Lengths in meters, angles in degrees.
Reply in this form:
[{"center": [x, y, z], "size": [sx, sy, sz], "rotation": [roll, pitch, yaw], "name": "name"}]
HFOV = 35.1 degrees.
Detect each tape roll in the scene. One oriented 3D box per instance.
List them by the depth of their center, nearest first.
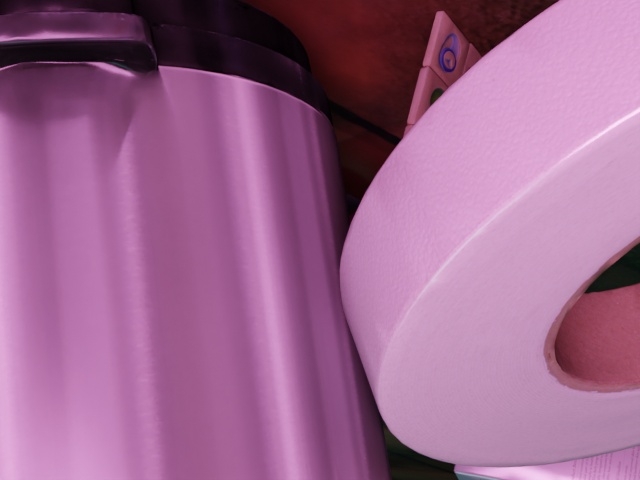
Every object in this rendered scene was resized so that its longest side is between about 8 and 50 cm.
[{"center": [0.203, -0.001, 0.531], "size": [0.392, 0.072, 0.392], "rotation": [-14, 146, -10], "name": "tape roll"}]

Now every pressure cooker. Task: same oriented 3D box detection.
[{"center": [-0.156, 0.026, 0.652], "size": [0.370, 0.420, 0.376], "rotation": [-16, 165, 32], "name": "pressure cooker"}]

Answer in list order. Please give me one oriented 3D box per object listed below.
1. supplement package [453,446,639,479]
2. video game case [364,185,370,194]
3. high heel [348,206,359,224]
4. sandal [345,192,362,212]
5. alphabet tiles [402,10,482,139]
[{"center": [0.315, 0.225, 1.238], "size": [0.263, 0.199, 0.198], "rotation": [9, 162, 15], "name": "supplement package"}, {"center": [0.133, -0.032, 0.893], "size": [0.166, 0.015, 0.119], "rotation": [17, 162, -10], "name": "video game case"}, {"center": [0.130, 0.048, 0.928], "size": [0.181, 0.127, 0.377], "rotation": [11, 180, 22], "name": "high heel"}, {"center": [0.001, 0.000, 1.001], "size": [0.097, 0.054, 0.254], "rotation": [20, 164, 11], "name": "sandal"}, {"center": [0.111, -0.007, 0.686], "size": [0.009, 0.198, 0.237], "rotation": [3, 160, 36], "name": "alphabet tiles"}]
